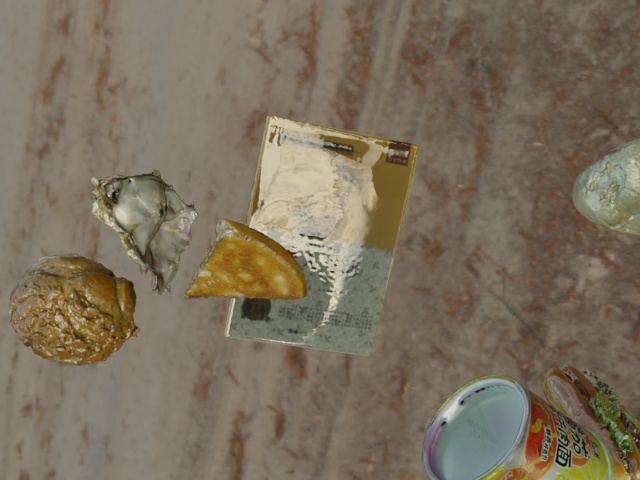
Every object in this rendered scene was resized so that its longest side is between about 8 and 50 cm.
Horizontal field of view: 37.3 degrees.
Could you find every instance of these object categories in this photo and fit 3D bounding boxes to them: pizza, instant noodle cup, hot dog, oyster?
[{"bbox_3d":[-0.110,0.046,1.300,0.176,0.185,0.036,-30,43,35],"label":"pizza"},{"bbox_3d":[0.302,0.351,1.503,0.264,0.200,0.264,-35,28,22],"label":"instant noodle cup"},{"bbox_3d":[0.546,0.351,1.820,0.337,0.135,0.100,-114,42,-58],"label":"hot dog"},{"bbox_3d":[-0.180,-0.022,0.999,0.053,0.165,0.108,20,61,28],"label":"oyster"}]

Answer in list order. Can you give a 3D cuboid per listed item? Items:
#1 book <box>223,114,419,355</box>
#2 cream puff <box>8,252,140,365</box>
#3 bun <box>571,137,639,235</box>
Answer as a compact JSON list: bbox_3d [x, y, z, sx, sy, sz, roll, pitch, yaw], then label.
[{"bbox_3d":[0.000,0.000,1.606,0.032,0.269,0.388,-130,50,-72],"label":"book"},{"bbox_3d":[-0.267,0.082,1.026,0.126,0.144,0.103,-18,54,21],"label":"cream puff"},{"bbox_3d":[0.493,-0.074,1.433,0.220,0.220,0.134,-37,66,45],"label":"bun"}]
